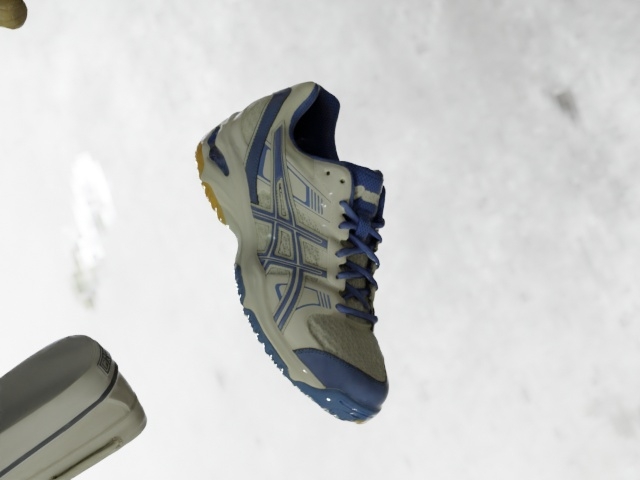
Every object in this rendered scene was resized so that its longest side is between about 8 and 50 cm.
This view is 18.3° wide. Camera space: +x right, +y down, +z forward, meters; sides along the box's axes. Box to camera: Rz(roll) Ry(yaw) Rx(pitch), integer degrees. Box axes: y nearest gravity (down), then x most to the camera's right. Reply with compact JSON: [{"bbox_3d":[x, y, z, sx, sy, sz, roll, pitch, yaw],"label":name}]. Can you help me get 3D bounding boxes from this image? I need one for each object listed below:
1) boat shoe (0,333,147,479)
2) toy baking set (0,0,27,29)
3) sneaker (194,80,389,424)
[{"bbox_3d":[-0.241,0.170,1.355,0.088,0.267,0.096,56,176,-30],"label":"boat shoe"},{"bbox_3d":[-0.199,-0.165,1.062,0.256,0.197,0.030,7,125,22],"label":"toy baking set"},{"bbox_3d":[0.000,0.000,1.588,0.131,0.112,0.296,-34,63,20],"label":"sneaker"}]
